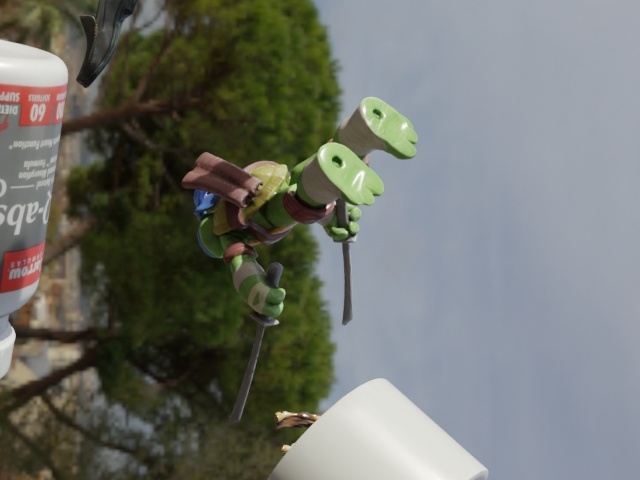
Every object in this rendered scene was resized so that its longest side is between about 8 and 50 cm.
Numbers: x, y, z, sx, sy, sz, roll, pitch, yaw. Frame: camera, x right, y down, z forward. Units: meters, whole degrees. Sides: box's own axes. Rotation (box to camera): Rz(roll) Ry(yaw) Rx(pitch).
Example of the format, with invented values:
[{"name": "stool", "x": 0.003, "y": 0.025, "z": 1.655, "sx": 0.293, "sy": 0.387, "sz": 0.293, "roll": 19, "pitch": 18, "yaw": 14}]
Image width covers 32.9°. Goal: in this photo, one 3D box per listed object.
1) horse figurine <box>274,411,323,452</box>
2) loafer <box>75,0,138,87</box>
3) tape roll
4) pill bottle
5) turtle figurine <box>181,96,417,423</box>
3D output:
[{"name": "horse figurine", "x": 0.033, "y": 0.322, "z": 1.621, "sx": 0.263, "sy": 0.174, "sz": 0.066, "roll": 43, "pitch": -59, "yaw": 51}, {"name": "loafer", "x": -0.302, "y": -0.293, "z": 1.479, "sx": 0.170, "sy": 0.061, "sz": 0.062, "roll": -66, "pitch": -160, "yaw": 0}, {"name": "tape roll", "x": 0.060, "y": 0.311, "z": 1.294, "sx": 0.169, "sy": 0.246, "sz": 0.246, "roll": 40, "pitch": -38, "yaw": 23}, {"name": "pill bottle", "x": -0.403, "y": -0.036, "z": 1.182, "sx": 0.210, "sy": 0.210, "sz": 0.363, "roll": -127, "pitch": -134, "yaw": -70}, {"name": "turtle figurine", "x": 0.000, "y": 0.000, "z": 1.095, "sx": 0.266, "sy": 0.198, "sz": 0.274, "roll": -39, "pitch": -114, "yaw": 46}]
